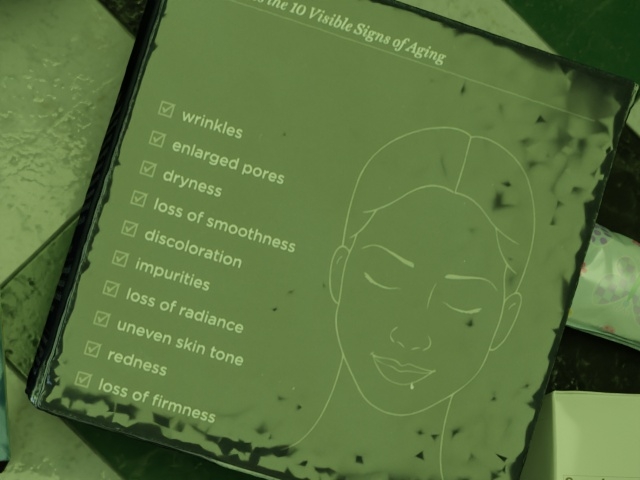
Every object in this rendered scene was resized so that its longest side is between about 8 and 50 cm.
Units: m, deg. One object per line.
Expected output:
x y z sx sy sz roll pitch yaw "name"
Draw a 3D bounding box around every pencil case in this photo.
0.374 0.077 2.108 0.273 0.113 0.124 25 93 -7 "pencil case"

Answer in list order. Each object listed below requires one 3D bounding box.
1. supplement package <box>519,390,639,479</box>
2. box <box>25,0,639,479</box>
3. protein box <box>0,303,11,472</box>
0.299 0.316 2.004 0.175 0.177 0.293 3 77 -12 "supplement package"
0.000 0.000 1.903 0.480 0.297 0.472 18 88 -9 "box"
-0.420 0.138 1.894 0.201 0.136 0.200 -3 79 -14 "protein box"
